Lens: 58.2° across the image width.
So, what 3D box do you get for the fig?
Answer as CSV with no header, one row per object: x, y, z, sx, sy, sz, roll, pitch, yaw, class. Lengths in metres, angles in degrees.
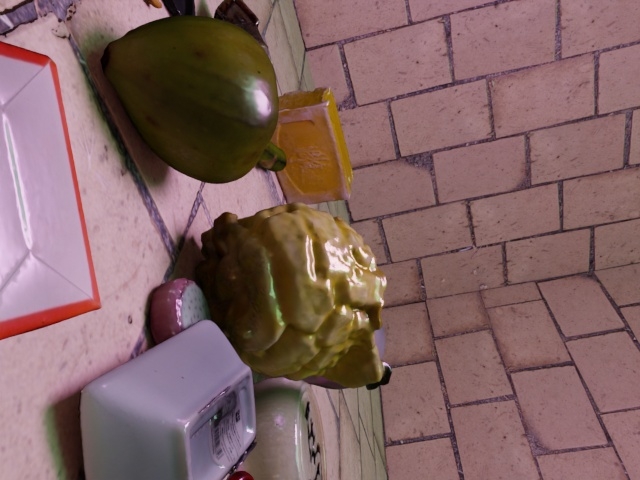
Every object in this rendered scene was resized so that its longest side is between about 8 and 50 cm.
-0.162,-0.180,0.714,0.225,0.203,0.202,13,57,-34,fig

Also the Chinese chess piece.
-0.057,0.343,0.911,0.250,0.101,0.250,-10,90,-82,Chinese chess piece

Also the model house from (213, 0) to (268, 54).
-0.177,-0.395,1.142,0.165,0.106,0.152,-49,-124,55,model house

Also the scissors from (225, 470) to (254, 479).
-0.092,0.343,0.671,0.144,0.017,0.247,-57,154,-14,scissors

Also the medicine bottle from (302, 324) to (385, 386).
0.003,0.174,1.126,0.388,0.219,0.219,52,28,-70,medicine bottle

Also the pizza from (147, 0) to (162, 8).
-0.255,-0.407,0.826,0.123,0.026,0.108,68,12,-49,pizza

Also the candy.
-0.167,0.097,0.693,0.103,0.043,0.103,-10,90,-79,candy

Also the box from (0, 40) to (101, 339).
-0.220,-0.028,0.338,0.133,0.099,0.182,-29,110,-78,box

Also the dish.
-0.125,0.192,0.572,0.243,0.080,0.181,-26,112,-75,dish

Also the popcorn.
-0.052,0.075,0.832,0.237,0.293,0.292,-5,82,-40,popcorn

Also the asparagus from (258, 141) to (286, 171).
-0.130,-0.200,1.272,0.278,0.060,0.067,22,77,-80,asparagus

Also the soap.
-0.034,-0.232,1.486,0.314,0.199,0.091,73,17,-44,soap

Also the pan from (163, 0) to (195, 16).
-0.231,-0.379,0.934,0.136,0.028,0.234,41,35,-75,pan
